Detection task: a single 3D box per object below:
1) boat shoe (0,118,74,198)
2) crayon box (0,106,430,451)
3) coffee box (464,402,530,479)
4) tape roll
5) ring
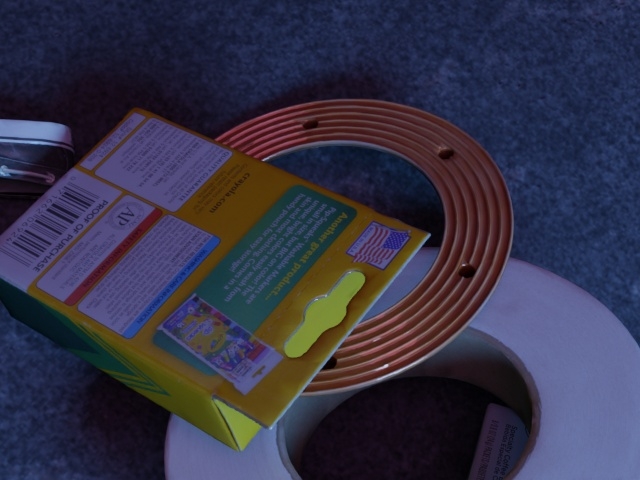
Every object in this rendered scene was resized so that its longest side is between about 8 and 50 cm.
[{"bbox_3d":[-0.328,-0.066,1.057,0.219,0.078,0.070,-2,73,-12],"label":"boat shoe"},{"bbox_3d":[-0.092,0.030,0.967,0.323,0.083,0.203,24,60,32],"label":"crayon box"},{"bbox_3d":[0.171,0.293,0.946,0.168,0.119,0.297,17,46,9],"label":"coffee box"},{"bbox_3d":[0.070,0.159,0.953,0.392,0.072,0.392,-7,42,7],"label":"tape roll"},{"bbox_3d":[0.000,0.000,1.047,0.336,0.032,0.337,-7,49,8],"label":"ring"}]
